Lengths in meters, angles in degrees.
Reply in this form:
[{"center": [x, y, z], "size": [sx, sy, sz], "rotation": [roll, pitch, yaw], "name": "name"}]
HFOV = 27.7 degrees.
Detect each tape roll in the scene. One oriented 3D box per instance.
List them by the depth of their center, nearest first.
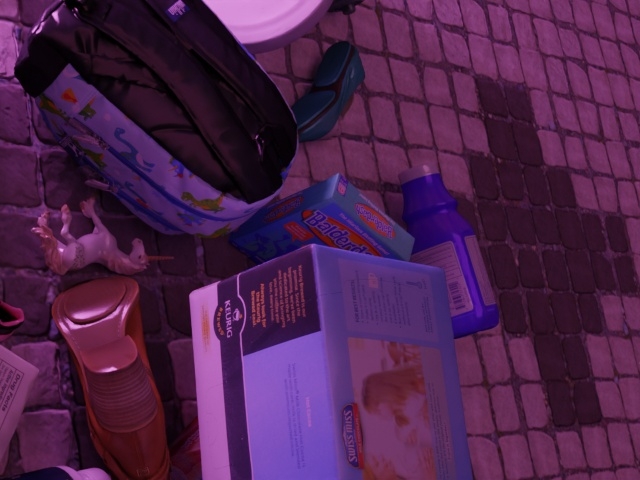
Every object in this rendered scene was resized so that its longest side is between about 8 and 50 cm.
[{"center": [-0.106, -0.408, 1.820], "size": [0.100, 0.286, 0.286], "rotation": [26, 43, -88], "name": "tape roll"}]

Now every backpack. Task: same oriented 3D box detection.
[{"center": [-0.194, -0.170, 1.670], "size": [0.355, 0.273, 0.290], "rotation": [33, 45, -5], "name": "backpack"}]

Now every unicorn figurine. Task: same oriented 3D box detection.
[{"center": [-0.283, 0.003, 1.625], "size": [0.162, 0.060, 0.111], "rotation": [-22, 90, -33], "name": "unicorn figurine"}]

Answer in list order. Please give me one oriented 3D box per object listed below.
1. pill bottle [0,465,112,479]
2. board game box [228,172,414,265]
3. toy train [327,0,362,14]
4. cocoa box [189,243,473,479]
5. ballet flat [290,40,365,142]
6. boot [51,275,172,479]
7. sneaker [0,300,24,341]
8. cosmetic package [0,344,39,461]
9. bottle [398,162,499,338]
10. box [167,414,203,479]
[{"center": [-0.310, 0.300, 1.427], "size": [0.169, 0.094, 0.094], "rotation": [-5, 77, -48], "name": "pill bottle"}, {"center": [0.000, 0.000, 1.806], "size": [0.160, 0.210, 0.047], "rotation": [39, 48, -28], "name": "board game box"}, {"center": [0.010, -0.436, 2.026], "size": [0.334, 0.190, 0.142], "rotation": [-16, 86, -49], "name": "toy train"}, {"center": [0.013, 0.207, 1.495], "size": [0.231, 0.228, 0.347], "rotation": [11, 65, -43], "name": "cocoa box"}, {"center": [0.013, -0.209, 2.017], "size": [0.087, 0.083, 0.247], "rotation": [59, 41, -32], "name": "ballet flat"}, {"center": [-0.233, 0.180, 1.540], "size": [0.109, 0.283, 0.220], "rotation": [-17, 118, -15], "name": "boot"}, {"center": [-0.389, 0.074, 1.472], "size": [0.119, 0.057, 0.047], "rotation": [28, 56, -35], "name": "sneaker"}, {"center": [-0.462, 0.130, 1.327], "size": [0.309, 0.113, 0.160], "rotation": [41, 48, -29], "name": "cosmetic package"}, {"center": [0.195, 0.018, 2.081], "size": [0.092, 0.118, 0.282], "rotation": [-9, 79, -48], "name": "bottle"}, {"center": [-0.051, 0.246, 1.693], "size": [0.154, 0.142, 0.300], "rotation": [59, 41, -11], "name": "box"}]
